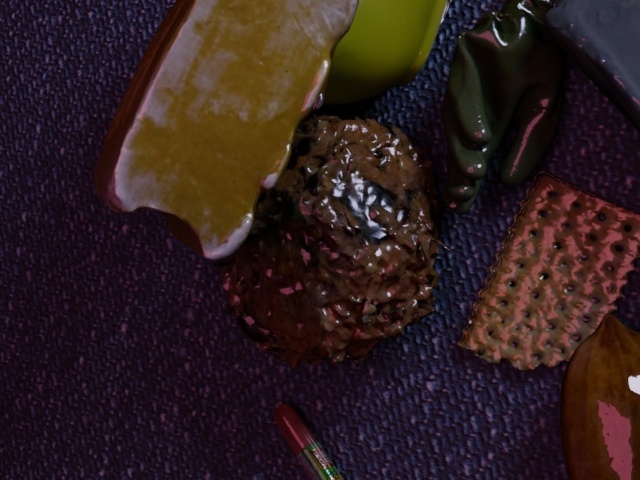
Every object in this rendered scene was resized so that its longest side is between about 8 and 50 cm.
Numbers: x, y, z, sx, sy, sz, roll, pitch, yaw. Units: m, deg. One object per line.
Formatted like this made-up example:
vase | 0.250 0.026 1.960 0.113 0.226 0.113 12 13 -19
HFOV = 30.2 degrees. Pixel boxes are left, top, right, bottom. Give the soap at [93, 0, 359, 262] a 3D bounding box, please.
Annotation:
soap | -0.106 -0.141 1.180 0.156 0.335 0.293 29 89 -14

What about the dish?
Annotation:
dish | 0.069 -0.249 1.224 0.108 0.221 0.262 22 88 -12

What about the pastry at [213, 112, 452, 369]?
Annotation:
pastry | 0.000 0.000 1.212 0.275 0.193 0.275 -1 88 28

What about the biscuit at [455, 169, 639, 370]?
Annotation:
biscuit | 0.234 0.044 1.182 0.144 0.016 0.203 25 98 28

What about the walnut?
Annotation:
walnut | 0.281 0.170 1.102 0.116 0.116 0.207 -13 73 27

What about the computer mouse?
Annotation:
computer mouse | 0.360 -0.148 1.068 0.188 0.122 0.371 -40 69 8

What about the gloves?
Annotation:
gloves | 0.181 -0.150 1.174 0.268 0.135 0.107 -65 19 -9

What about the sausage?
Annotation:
sausage | 0.012 0.263 1.279 0.029 0.029 0.223 -43 68 19
